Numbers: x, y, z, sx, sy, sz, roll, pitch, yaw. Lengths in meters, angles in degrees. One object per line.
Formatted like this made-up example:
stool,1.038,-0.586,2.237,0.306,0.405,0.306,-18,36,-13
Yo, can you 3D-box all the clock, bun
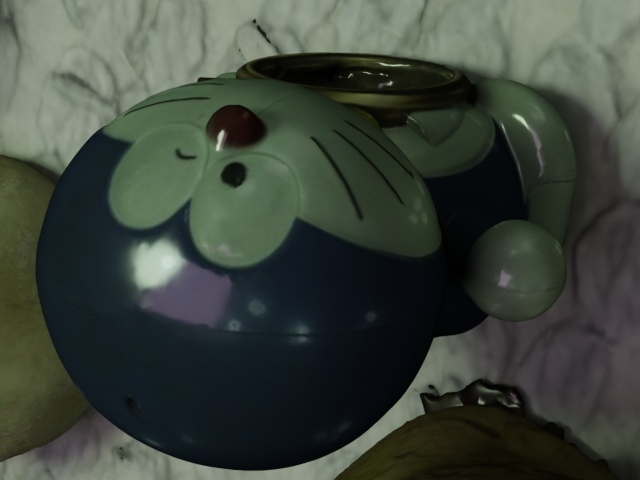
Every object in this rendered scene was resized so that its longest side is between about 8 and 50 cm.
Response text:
clock,0.000,0.000,0.765,0.200,0.243,0.146,17,113,29
bun,-0.199,0.039,0.997,0.173,0.113,0.166,-24,87,35

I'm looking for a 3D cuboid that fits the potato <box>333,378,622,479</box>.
potato,0.043,0.219,0.790,0.301,0.237,0.288,32,118,26
